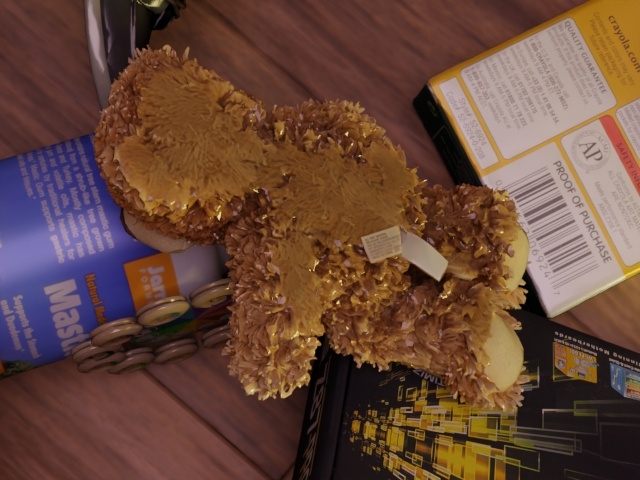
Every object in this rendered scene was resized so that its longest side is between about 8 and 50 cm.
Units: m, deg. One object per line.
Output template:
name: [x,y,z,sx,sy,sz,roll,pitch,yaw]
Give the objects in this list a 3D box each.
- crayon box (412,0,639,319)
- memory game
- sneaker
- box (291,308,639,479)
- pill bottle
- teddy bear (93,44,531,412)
crayon box: [0.262,-0.097,1.173,0.323,0.083,0.203,-26,86,-7]
memory game: [-0.089,0.061,1.074,0.186,0.186,0.012,-18,76,-7]
sneaker: [-0.105,-0.182,1.046,0.118,0.083,0.222,-2,84,-6]
box: [0.174,0.197,1.019,0.395,0.097,0.318,22,40,-7]
pill bottle: [-0.162,0.000,1.087,0.272,0.152,0.152,-17,85,-9]
teddy bear: [0.000,0.000,0.987,0.338,0.113,0.245,10,61,-28]
